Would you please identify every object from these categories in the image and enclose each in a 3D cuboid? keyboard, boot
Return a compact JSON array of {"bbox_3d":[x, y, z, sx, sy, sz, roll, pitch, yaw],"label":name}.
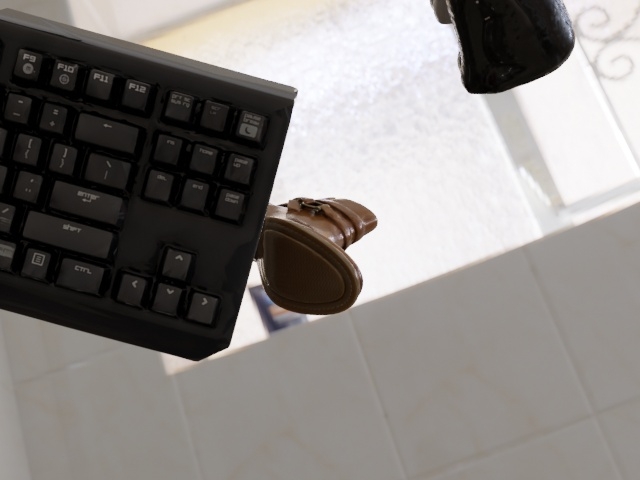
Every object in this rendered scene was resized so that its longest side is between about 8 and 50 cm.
[{"bbox_3d":[-0.098,-0.041,0.306,0.180,0.108,0.023,15,0,-3],"label":"keyboard"},{"bbox_3d":[0.000,0.000,1.009,0.152,0.197,0.073,-11,-64,-44],"label":"boot"}]

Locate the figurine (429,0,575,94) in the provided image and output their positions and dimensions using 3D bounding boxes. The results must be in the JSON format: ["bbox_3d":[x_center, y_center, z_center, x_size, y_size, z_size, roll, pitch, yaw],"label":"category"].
[{"bbox_3d":[0.109,-0.252,0.898,0.092,0.215,0.209,-20,-56,7],"label":"figurine"}]
